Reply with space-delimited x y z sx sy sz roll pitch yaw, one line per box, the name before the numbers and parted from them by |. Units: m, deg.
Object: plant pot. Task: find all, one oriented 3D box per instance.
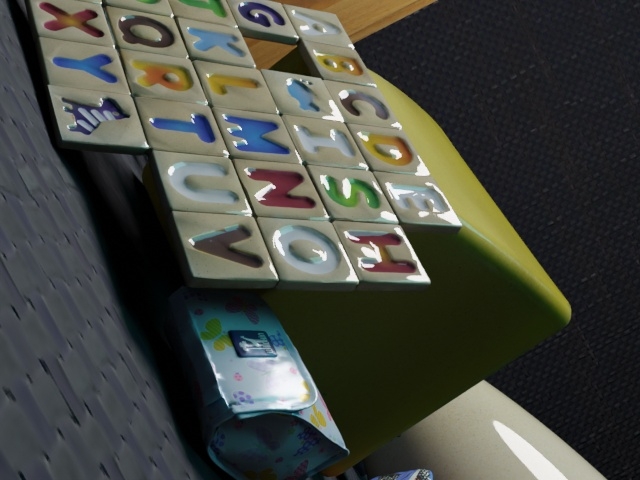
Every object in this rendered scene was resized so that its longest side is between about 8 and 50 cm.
plant pot | 0.161 0.263 0.877 0.274 0.256 0.256 56 -4 23
plant pot | 0.007 -0.001 0.593 0.187 0.212 0.212 43 15 -54

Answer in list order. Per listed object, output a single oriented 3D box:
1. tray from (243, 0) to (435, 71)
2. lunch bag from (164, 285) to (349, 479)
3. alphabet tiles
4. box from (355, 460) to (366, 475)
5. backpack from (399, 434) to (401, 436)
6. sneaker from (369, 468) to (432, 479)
tray | -0.048 -0.317 1.100 0.203 0.410 0.076 63 -1 -35
lunch bag | -0.031 0.063 0.381 0.083 0.053 0.071 50 7 -48
alphabet tiles | -0.039 -0.065 0.448 0.009 0.198 0.237 -61 -141 37
box | 0.104 0.198 1.204 0.153 0.207 0.108 62 1 -31
backpack | 0.008 0.119 0.731 0.105 0.084 0.114 68 -1 -69
sneaker | 0.071 0.235 0.697 0.083 0.087 0.221 62 -1 27
